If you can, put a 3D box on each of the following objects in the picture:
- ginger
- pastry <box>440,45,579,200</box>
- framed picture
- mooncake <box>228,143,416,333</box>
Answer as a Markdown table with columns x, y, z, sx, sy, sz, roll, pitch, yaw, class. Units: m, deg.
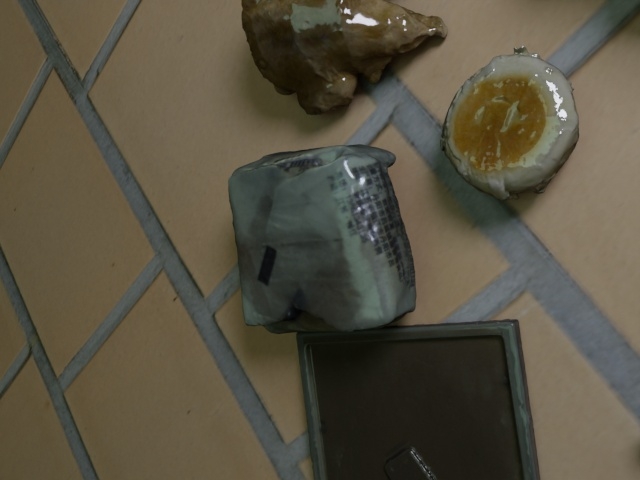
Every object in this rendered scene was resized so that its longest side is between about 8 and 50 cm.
| x | y | z | sx | sy | sz | roll | pitch | yaw | class |
| --- | --- | --- | --- | --- | --- | --- | --- | --- | --- |
| 0.022 | -0.270 | 0.733 | 0.270 | 0.123 | 0.219 | 19 | 125 | 24 | ginger |
| 0.211 | -0.128 | 0.626 | 0.165 | 0.088 | 0.166 | -2 | 87 | 34 | pastry |
| 0.128 | 0.334 | 0.729 | 0.325 | 0.028 | 0.447 | -9 | 86 | 34 | framed picture |
| 0.003 | -0.002 | 0.742 | 0.250 | 0.136 | 0.255 | -6 | 92 | 37 | mooncake |
